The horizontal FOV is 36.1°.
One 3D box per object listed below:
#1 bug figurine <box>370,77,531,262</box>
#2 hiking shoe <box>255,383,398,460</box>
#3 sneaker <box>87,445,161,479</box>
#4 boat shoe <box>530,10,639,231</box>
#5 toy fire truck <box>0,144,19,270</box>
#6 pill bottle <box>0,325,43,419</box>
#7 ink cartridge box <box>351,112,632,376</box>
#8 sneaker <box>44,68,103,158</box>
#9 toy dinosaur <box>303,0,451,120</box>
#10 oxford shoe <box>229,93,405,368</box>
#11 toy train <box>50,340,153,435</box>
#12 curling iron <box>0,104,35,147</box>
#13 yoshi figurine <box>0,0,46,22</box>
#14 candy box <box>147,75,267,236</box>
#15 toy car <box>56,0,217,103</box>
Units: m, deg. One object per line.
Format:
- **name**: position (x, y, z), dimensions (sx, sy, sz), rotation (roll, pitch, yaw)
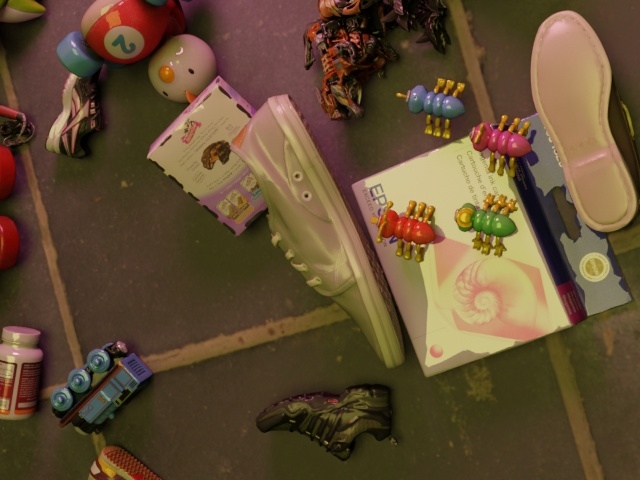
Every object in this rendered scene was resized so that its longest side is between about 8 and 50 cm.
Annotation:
- **bug figurine**: position (0.193, -0.099, 1.434), dimensions (0.216, 0.072, 0.279), rotation (13, 91, 17)
- **hiking shoe**: position (0.006, 0.297, 1.554), dimensions (0.227, 0.086, 0.114), rotation (-12, 84, 16)
- **sneaker**: position (-0.316, 0.436, 1.669), dimensions (0.185, 0.069, 0.084), rotation (40, 110, 19)
- **boat shoe**: position (0.393, -0.171, 1.427), dimensions (0.117, 0.097, 0.324), rotation (-19, 83, 30)
- **toy fire truck**: position (-0.674, -0.051, 1.735), dimensions (0.254, 0.169, 0.302), rotation (-1, 91, 42)
- **pill bottle**: position (-0.533, 0.231, 1.717), dimensions (0.086, 0.086, 0.152), rotation (11, 94, 16)
- **ink cartridge box**: position (0.254, 0.002, 1.487), dimensions (0.330, 0.071, 0.324), rotation (-23, 84, 17)
- **sneaker**: position (-0.404, -0.223, 1.690), dimensions (0.077, 0.072, 0.178), rotation (24, 106, 3)
- **toy dinosaur**: position (0.064, -0.350, 1.504), dimensions (0.218, 0.164, 0.321), rotation (2, 109, 31)
- **oxford shoe**: position (0.000, 0.000, 1.485), dimensions (0.130, 0.169, 0.449), rotation (-28, 98, 5)
- **toy train**: position (-0.379, 0.256, 1.676), dimensions (0.184, 0.080, 0.105), rotation (-45, 85, 12)
- **curling iron**: position (-0.633, -0.237, 1.766), dimensions (0.274, 0.035, 0.068), rotation (24, 97, 15)
- **yoshi figurine**: position (-0.563, -0.507, 1.653), dimensions (0.204, 0.203, 0.362), rotation (31, 93, 16)
- **candy box**: position (-0.147, -0.133, 1.559), dimensions (0.165, 0.070, 0.196), rotation (-43, 109, 13)
- **toy car**: position (-0.249, -0.296, 1.576), dimensions (0.219, 0.210, 0.238), rotation (-38, 93, 24)
